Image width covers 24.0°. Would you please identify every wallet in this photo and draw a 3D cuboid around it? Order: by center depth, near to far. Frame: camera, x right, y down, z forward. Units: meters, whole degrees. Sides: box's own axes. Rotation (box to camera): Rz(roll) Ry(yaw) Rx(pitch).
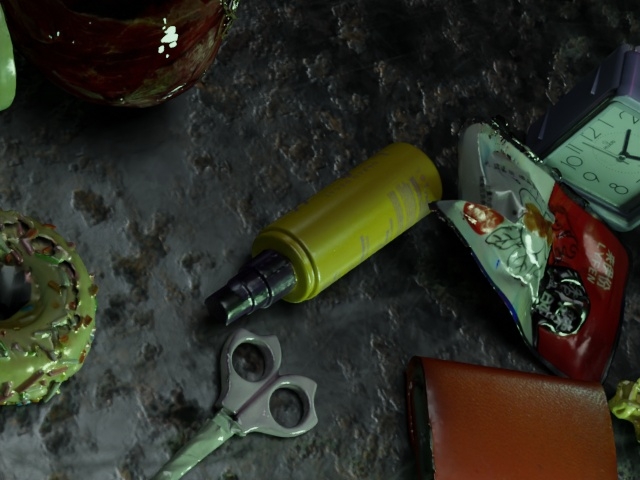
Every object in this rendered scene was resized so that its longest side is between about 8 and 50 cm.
[{"bbox_3d":[0.178,0.185,1.399,0.204,0.045,0.142,10,59,-24],"label":"wallet"}]

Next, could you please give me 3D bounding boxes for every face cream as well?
[{"bbox_3d":[0.000,0.000,1.384,0.273,0.078,0.078,-35,84,-36],"label":"face cream"}]

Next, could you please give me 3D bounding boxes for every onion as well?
[{"bbox_3d":[-0.168,-0.256,1.319,0.281,0.281,0.221,44,14,0],"label":"onion"}]

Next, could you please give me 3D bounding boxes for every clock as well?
[{"bbox_3d":[0.308,-0.100,1.525,0.145,0.193,0.073,26,57,-13],"label":"clock"}]

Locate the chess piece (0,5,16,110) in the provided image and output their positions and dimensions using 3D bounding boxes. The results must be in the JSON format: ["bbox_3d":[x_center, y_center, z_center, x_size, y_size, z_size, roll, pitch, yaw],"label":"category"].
[{"bbox_3d":[-0.395,-0.146,1.233,0.251,0.144,0.144,-19,74,-27],"label":"chess piece"}]

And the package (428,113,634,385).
[{"bbox_3d":[0.210,0.008,1.488,0.269,0.071,0.194,44,61,-30],"label":"package"}]

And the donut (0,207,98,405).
[{"bbox_3d":[-0.260,0.050,1.230,0.175,0.068,0.174,12,60,-21],"label":"donut"}]

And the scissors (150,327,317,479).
[{"bbox_3d":[-0.087,0.162,1.288,0.110,0.021,0.212,49,53,0],"label":"scissors"}]

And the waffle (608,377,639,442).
[{"bbox_3d":[0.372,0.143,1.518,0.194,0.051,0.149,-35,83,-31],"label":"waffle"}]
